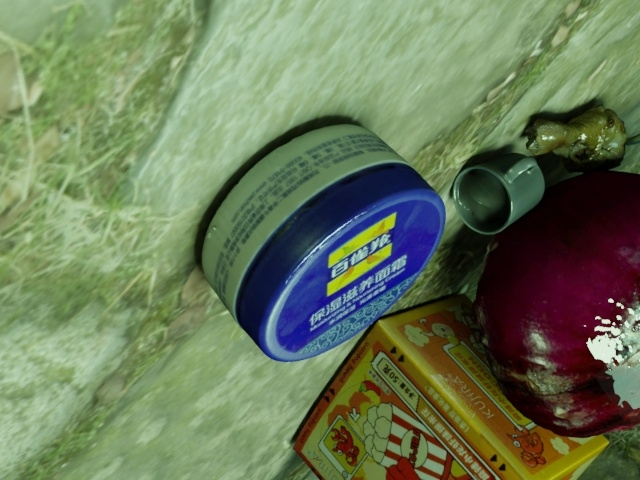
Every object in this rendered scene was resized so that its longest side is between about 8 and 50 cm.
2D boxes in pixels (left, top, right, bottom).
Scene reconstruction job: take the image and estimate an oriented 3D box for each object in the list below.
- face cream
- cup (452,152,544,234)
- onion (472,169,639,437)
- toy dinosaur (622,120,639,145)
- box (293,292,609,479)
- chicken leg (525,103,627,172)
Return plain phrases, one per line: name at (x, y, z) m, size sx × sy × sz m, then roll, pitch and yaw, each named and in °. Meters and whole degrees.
face cream at (0.000, 0.000, 0.993) m, size 0.206 × 0.111 × 0.206 m, roll -34°, pitch 154°, yaw -19°
cup at (0.205, -0.061, 1.244) m, size 0.077 × 0.078 × 0.100 m, roll -26°, pitch 166°, yaw -42°
onion at (0.329, 0.046, 1.332) m, size 0.336 × 0.282 × 0.260 m, roll -32°, pitch 111°, yaw -6°
toy dinosaur at (0.532, -0.228, 1.473) m, size 0.363 × 0.076 × 0.147 m, roll -34°, pitch 165°, yaw -31°
box at (0.159, 0.267, 1.467) m, size 0.214 × 0.283 × 0.259 m, roll -16°, pitch 144°, yaw -48°
chicken leg at (0.297, -0.120, 1.320) m, size 0.085 × 0.069 × 0.198 m, roll -30°, pitch 160°, yaw 36°
